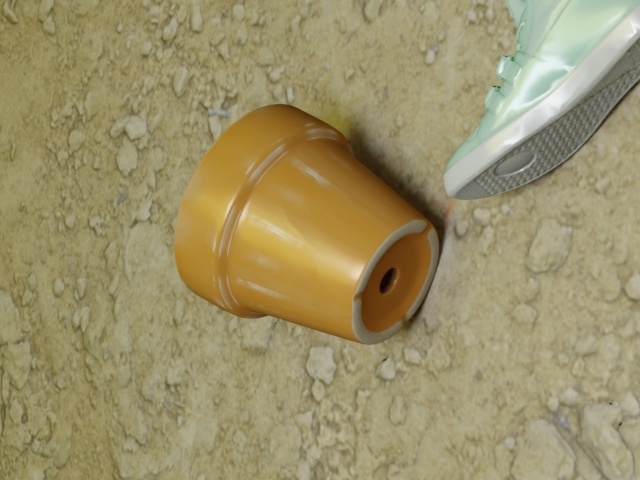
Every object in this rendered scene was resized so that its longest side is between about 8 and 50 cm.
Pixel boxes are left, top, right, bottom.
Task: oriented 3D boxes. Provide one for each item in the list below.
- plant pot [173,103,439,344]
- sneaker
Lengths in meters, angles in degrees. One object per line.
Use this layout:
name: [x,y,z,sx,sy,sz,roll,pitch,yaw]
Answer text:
plant pot: [0.000,0.000,1.486,0.188,0.205,0.205,28,111,32]
sneaker: [0.176,-0.155,1.335,0.256,0.094,0.151,-45,60,28]
